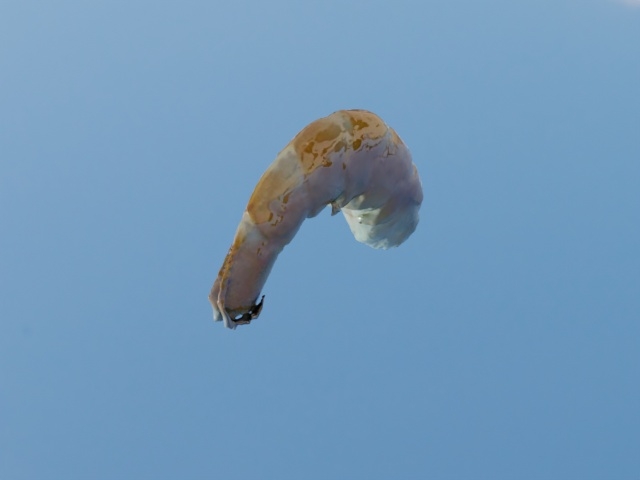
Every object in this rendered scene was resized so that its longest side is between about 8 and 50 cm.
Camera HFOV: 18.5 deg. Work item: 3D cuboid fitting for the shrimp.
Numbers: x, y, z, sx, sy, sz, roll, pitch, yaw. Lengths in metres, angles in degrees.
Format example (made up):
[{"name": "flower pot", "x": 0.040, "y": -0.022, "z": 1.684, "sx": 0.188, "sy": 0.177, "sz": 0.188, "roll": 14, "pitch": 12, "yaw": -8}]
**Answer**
[{"name": "shrimp", "x": 0.000, "y": 0.000, "z": 1.219, "sx": 0.049, "sy": 0.161, "sz": 0.166, "roll": 27, "pitch": -104, "yaw": 29}]
